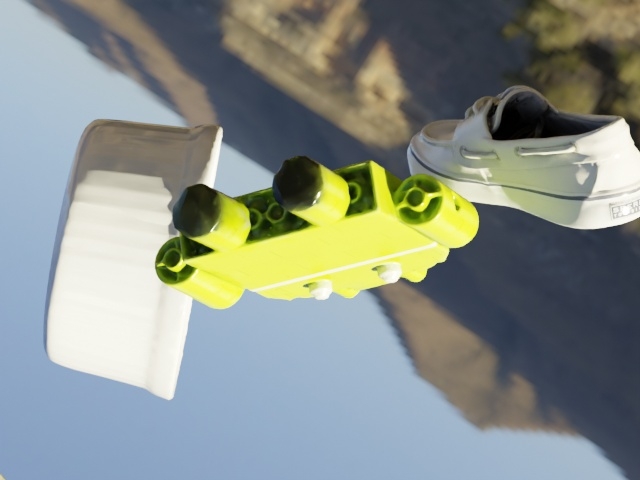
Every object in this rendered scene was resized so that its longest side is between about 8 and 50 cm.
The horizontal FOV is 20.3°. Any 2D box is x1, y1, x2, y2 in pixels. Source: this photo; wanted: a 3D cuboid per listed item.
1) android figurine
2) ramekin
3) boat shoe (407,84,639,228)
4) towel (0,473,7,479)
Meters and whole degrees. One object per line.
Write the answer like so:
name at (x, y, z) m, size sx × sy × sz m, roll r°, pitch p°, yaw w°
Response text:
android figurine at (0.000, 0.000, 1.415) m, size 0.273 × 0.248 × 0.056 m, roll 32°, pitch -134°, yaw -64°
ramekin at (-0.187, 0.010, 1.778) m, size 0.135 × 0.277 × 0.277 m, roll 11°, pitch -174°, yaw -3°
boat shoe at (0.152, -0.076, 1.402) m, size 0.267 × 0.096 × 0.088 m, roll 25°, pitch 133°, yaw 60°
towel at (-0.179, 0.331, 1.027) m, size 0.324 × 0.312 × 0.056 m, roll 42°, pitch 159°, yaw -21°
